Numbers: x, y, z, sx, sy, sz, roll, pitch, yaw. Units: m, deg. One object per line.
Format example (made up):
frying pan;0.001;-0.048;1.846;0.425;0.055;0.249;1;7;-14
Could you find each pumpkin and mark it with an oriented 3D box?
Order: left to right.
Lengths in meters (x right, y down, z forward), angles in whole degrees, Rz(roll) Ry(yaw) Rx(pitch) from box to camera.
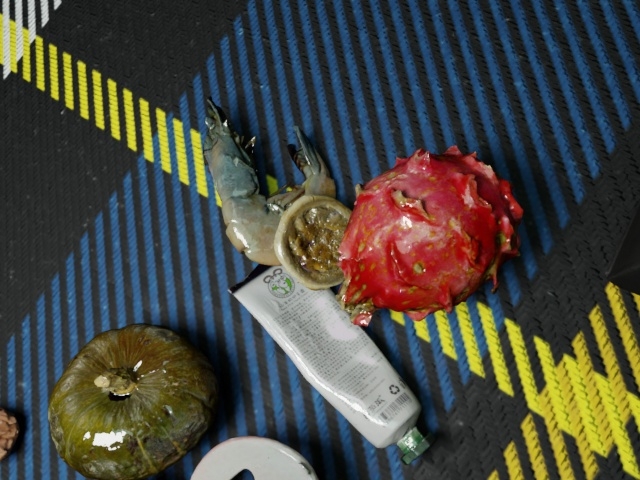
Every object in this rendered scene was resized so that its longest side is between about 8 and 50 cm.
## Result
pumpkin;-0.256;0.206;0.730;0.219;0.162;0.219;-4;50;5

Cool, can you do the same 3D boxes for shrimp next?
shrimp;-0.076;-0.104;0.821;0.178;0.075;0.289;-16;63;-12

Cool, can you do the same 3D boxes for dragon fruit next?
dragon fruit;0.120;0.000;0.695;0.268;0.210;0.205;-41;54;7

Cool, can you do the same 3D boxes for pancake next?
pancake;0.000;0.000;0.771;0.140;0.022;0.139;3;83;-25

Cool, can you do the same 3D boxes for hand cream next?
hand cream;0.019;0.148;0.737;0.121;0.076;0.336;-33;69;-27

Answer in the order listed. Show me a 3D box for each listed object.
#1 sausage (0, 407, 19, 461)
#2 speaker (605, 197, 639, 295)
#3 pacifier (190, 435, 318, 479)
sausage;-0.603;0.308;0.851;0.289;0.086;0.086;-6;75;11
speaker;0.507;-0.017;0.606;0.254;0.184;0.232;25;83;15
pacifier;-0.055;0.393;0.629;0.220;0.273;0.332;-35;71;-14
